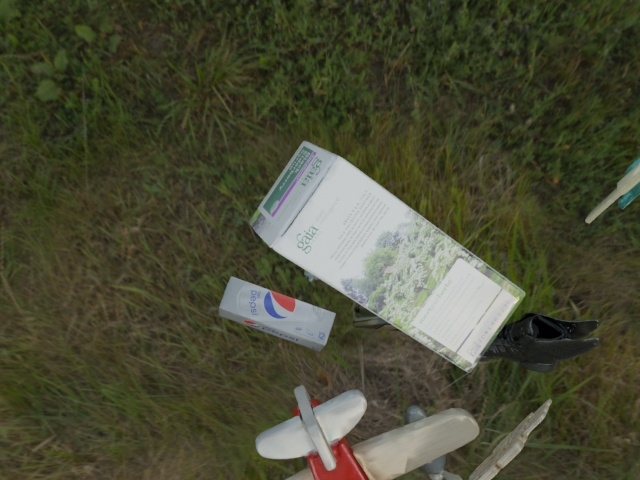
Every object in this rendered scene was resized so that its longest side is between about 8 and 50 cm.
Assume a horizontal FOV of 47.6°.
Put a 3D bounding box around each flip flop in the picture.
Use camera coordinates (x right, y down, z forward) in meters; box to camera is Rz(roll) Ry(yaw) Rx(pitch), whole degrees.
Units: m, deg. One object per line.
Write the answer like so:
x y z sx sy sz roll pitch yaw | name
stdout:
0.121 0.133 1.480 0.112 0.277 0.080 5 95 -2 | flip flop

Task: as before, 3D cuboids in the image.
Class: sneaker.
0.246 0.117 0.899 0.170 0.089 0.051 12 51 8 | sneaker

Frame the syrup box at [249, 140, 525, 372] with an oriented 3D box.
0.061 0.016 0.660 0.237 0.096 0.093 33 93 -22 | syrup box

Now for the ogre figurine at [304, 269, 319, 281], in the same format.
0.000 0.000 1.385 0.097 0.118 0.197 16 113 32 | ogre figurine

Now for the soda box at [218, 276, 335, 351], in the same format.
-0.112 0.189 1.859 0.286 0.098 0.091 20 70 -1 | soda box

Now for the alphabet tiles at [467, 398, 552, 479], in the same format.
0.433 0.481 1.680 0.021 0.284 0.278 45 107 15 | alphabet tiles

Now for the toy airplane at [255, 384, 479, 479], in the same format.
0.039 0.422 1.254 0.386 0.272 0.384 19 89 -2 | toy airplane

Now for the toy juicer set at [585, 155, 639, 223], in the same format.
0.741 -0.159 1.590 0.329 0.209 0.089 -41 79 -22 | toy juicer set
